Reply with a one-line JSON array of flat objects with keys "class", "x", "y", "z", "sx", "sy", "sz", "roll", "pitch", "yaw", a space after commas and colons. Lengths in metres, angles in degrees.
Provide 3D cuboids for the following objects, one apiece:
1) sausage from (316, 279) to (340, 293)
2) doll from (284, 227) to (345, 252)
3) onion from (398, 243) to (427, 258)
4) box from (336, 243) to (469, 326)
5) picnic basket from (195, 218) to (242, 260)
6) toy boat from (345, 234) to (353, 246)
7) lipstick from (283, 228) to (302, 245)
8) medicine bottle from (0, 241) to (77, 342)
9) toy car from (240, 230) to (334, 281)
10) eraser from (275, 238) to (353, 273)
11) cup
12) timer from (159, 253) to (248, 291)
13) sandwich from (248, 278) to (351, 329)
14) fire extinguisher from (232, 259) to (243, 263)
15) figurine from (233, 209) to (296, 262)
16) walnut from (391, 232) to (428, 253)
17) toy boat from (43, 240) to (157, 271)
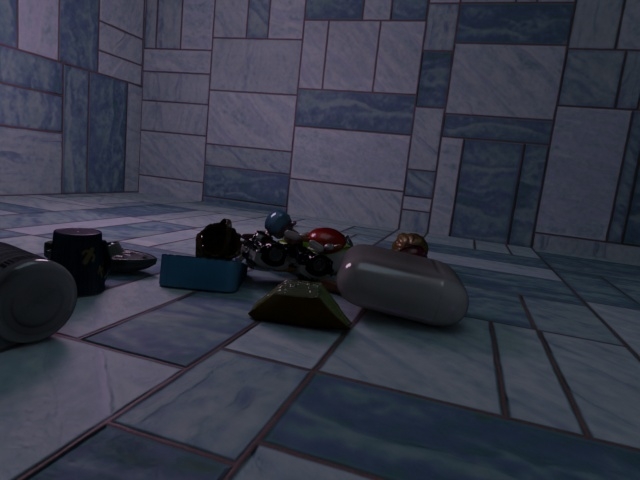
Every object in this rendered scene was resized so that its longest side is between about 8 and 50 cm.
[{"class": "sausage", "x": 0.054, "y": 0.146, "z": 1.387, "sx": 0.157, "sy": 0.036, "sz": 0.042, "roll": 11, "pitch": 2, "yaw": 31}, {"class": "doll", "x": 0.000, "y": 0.000, "z": 1.547, "sx": 0.183, "sy": 0.085, "sz": 0.217, "roll": 22, "pitch": 17, "yaw": 31}, {"class": "onion", "x": 0.354, "y": 0.072, "z": 1.783, "sx": 0.131, "sy": 0.131, "sz": 0.131, "roll": 6, "pitch": 9, "yaw": -1}, {"class": "box", "x": 0.219, "y": 0.116, "z": 1.260, "sx": 0.348, "sy": 0.141, "sz": 0.289, "roll": 13, "pitch": 12, "yaw": 3}, {"class": "picnic basket", "x": -0.317, "y": 0.002, "z": 1.467, "sx": 0.137, "sy": 0.128, "sz": 0.178, "roll": 7, "pitch": -26, "yaw": -30}, {"class": "toy boat", "x": 0.107, "y": 0.030, "z": 1.914, "sx": 0.091, "sy": 0.110, "sz": 0.175, "roll": 11, "pitch": 12, "yaw": 30}, {"class": "lipstick", "x": -0.103, "y": -0.011, "z": 1.703, "sx": 0.045, "sy": 0.045, "sz": 0.145, "roll": -4, "pitch": 12, "yaw": -15}, {"class": "medicine bottle", "x": -0.627, "y": 0.088, "z": 0.902, "sx": 0.288, "sy": 0.157, "sz": 0.157, "roll": 12, "pitch": 11, "yaw": 33}, {"class": "toy car", "x": -0.098, "y": 0.062, "z": 1.449, "sx": 0.300, "sy": 0.118, "sz": 0.193, "roll": 18, "pitch": 0, "yaw": -28}, {"class": "eraser", "x": -0.038, "y": 0.054, "z": 1.725, "sx": 0.274, "sy": 0.092, "sz": 0.210, "roll": 12, "pitch": 14, "yaw": 38}, {"class": "cup", "x": -0.608, "y": 0.048, "z": 1.173, "sx": 0.131, "sy": 0.156, "sz": 0.176, "roll": 9, "pitch": 11, "yaw": 14}, {"class": "timer", "x": -0.347, "y": 0.097, "z": 1.392, "sx": 0.231, "sy": 0.092, "sz": 0.250, "roll": 5, "pitch": -3, "yaw": -1}, {"class": "sandwich", "x": -0.050, "y": 0.155, "z": 1.099, "sx": 0.257, "sy": 0.096, "sz": 0.094, "roll": 5, "pitch": 14, "yaw": 10}, {"class": "fire extinguisher", "x": -0.306, "y": 0.083, "z": 1.550, "sx": 0.100, "sy": 0.032, "sz": 0.046, "roll": -1, "pitch": -1, "yaw": -5}, {"class": "figurine", "x": -0.205, "y": -0.008, "z": 1.627, "sx": 0.260, "sy": 0.103, "sz": 0.205, "roll": -36, "pitch": 19, "yaw": -3}, {"class": "walnut", "x": 0.375, "y": 0.037, "z": 1.931, "sx": 0.155, "sy": 0.156, "sz": 0.184, "roll": 7, "pitch": 7, "yaw": 4}, {"class": "toy boat", "x": -0.652, "y": 0.042, "z": 1.380, "sx": 0.318, "sy": 0.092, "sz": 0.141, "roll": 7, "pitch": 11, "yaw": 0}]
